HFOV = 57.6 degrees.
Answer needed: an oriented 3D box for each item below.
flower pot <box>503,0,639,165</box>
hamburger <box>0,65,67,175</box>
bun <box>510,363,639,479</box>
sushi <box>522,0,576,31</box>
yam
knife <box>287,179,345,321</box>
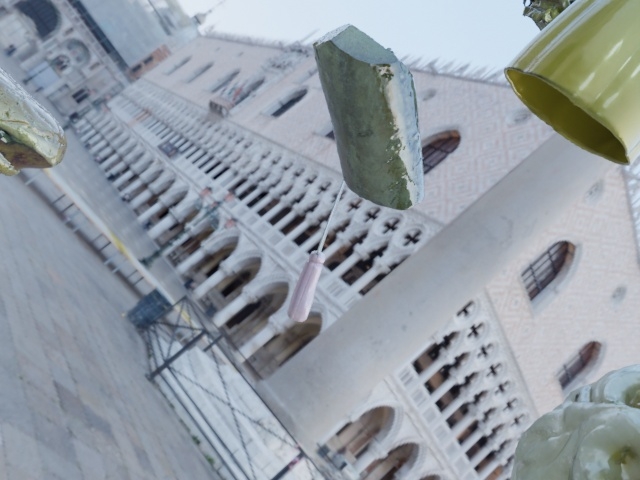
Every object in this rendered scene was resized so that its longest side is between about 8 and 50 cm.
[{"bbox_3d":[0.358,-0.218,0.711,0.195,0.179,0.195,38,10,-8],"label":"flower pot"},{"bbox_3d":[-0.562,-0.208,1.050,0.211,0.132,0.309,47,-6,-25],"label":"hamburger"},{"bbox_3d":[0.246,0.164,0.424,0.231,0.231,0.133,-175,-115,-75],"label":"bun"},{"bbox_3d":[0.517,-0.384,1.067,0.291,0.131,0.139,22,25,-16],"label":"sushi"},{"bbox_3d":[0.041,-0.091,0.434,0.069,0.069,0.146,39,-29,47],"label":"yam"},{"bbox_3d":[0.000,0.001,1.103,0.043,0.336,0.081,18,14,2],"label":"knife"}]
